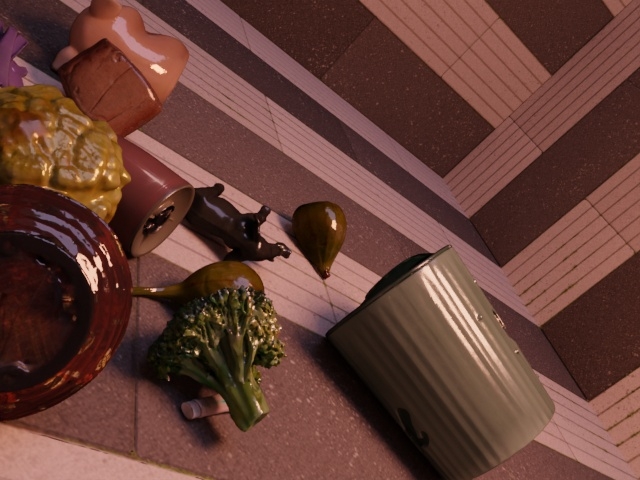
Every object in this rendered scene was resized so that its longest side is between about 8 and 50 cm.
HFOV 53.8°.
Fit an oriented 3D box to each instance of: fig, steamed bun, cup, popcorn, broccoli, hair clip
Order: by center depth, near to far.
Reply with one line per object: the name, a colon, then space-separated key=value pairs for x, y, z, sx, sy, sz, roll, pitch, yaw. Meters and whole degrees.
popcorn: x=-0.364 y=-0.086 z=0.791 sx=0.217 sy=0.181 sz=0.235 roll=9 pitch=54 yaw=-43
broccoli: x=-0.129 y=0.173 z=0.880 sx=0.194 sy=0.194 sz=0.219 roll=53 pitch=-7 yaw=20
fig: x=-0.203 y=0.091 z=0.991 sx=0.236 sy=0.124 sz=0.124 roll=3 pitch=41 yaw=-27
hair clip: x=-0.547 y=-0.284 z=1.034 sx=0.137 sy=0.090 sz=0.278 roll=33 pitch=19 yaw=-36
steamed bun: x=-0.405 y=-0.286 z=1.213 sx=0.175 sy=0.145 sz=0.106 roll=53 pitch=0 yaw=-14
cup: x=0.250 y=0.230 z=1.286 sx=0.392 sy=0.310 sz=0.401 roll=55 pitch=24 yaw=9
fig: x=0.001 y=-0.003 z=1.535 sx=0.126 sy=0.133 sz=0.185 roll=-51 pitch=135 yaw=-84

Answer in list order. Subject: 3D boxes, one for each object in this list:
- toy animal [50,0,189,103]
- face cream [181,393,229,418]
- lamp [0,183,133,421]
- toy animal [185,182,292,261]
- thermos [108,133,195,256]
toy animal: x=-0.411 y=-0.408 z=1.367 sx=0.256 sy=0.195 sz=0.213 roll=29 pitch=18 yaw=-32
face cream: x=-0.151 y=0.234 z=0.897 sx=0.038 sy=0.020 sz=0.115 roll=50 pitch=20 yaw=23
lamp: x=-0.315 y=0.060 z=0.638 sx=0.247 sy=0.247 sz=0.247 roll=38 pitch=22 yaw=-18
toy animal: x=-0.170 y=-0.025 z=1.247 sx=0.245 sy=0.114 sz=0.146 roll=23 pitch=15 yaw=1
thermos: x=-0.354 y=-0.104 z=0.996 sx=0.265 sy=0.146 sz=0.176 roll=38 pitch=32 yaw=4
